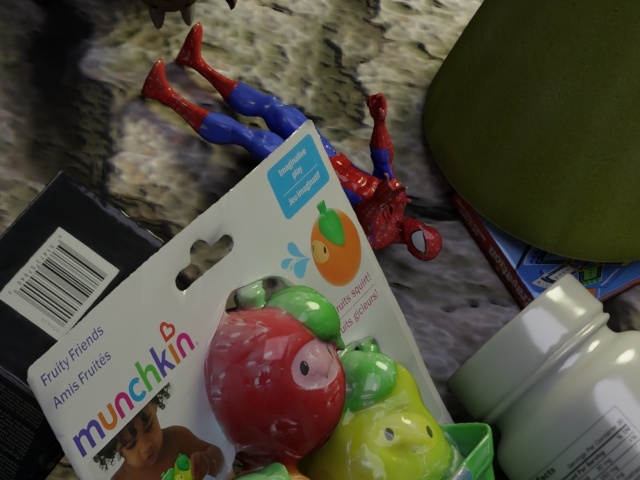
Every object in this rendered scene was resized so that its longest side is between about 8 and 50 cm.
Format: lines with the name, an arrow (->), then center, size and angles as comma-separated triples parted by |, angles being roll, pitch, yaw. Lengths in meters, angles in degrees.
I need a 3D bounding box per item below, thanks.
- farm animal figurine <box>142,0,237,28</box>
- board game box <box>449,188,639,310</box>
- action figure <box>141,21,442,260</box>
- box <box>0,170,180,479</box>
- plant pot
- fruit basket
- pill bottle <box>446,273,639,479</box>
farm animal figurine -> -0.157, -0.273, 1.389 | 0.330, 0.172, 0.326 | 7, 34, 10
board game box -> 0.264, -0.029, 1.514 | 0.281, 0.027, 0.145 | -23, 71, -31
action figure -> -0.003, -0.088, 1.366 | 0.280, 0.139, 0.091 | 38, 54, 2
box -> -0.198, 0.078, 1.150 | 0.108, 0.207, 0.153 | 35, 56, 2
plant pot -> 0.260, -0.178, 1.406 | 0.275, 0.293, 0.274 | 9, 49, -10
fruit basket -> -0.009, 0.142, 1.130 | 0.327, 0.165, 0.353 | -44, 122, -44
pill bottle -> 0.241, 0.173, 1.306 | 0.160, 0.160, 0.283 | -35, 79, -34
